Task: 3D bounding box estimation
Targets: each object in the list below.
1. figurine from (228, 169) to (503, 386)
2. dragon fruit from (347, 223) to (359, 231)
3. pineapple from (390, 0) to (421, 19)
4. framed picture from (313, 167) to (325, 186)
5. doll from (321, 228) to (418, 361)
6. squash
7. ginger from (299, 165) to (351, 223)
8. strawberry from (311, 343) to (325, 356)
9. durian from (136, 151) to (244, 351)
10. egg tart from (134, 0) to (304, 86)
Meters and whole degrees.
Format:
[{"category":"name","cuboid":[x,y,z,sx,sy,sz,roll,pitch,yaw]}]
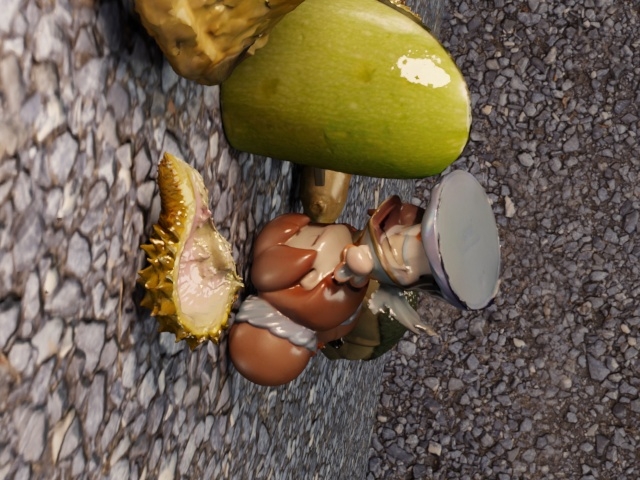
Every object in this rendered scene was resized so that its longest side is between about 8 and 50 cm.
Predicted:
[{"category":"figurine","cuboid":[0.057,0.053,1.119,0.277,0.388,0.248,-28,105,-54]},{"category":"dragon fruit","cuboid":[0.084,0.042,1.828,0.121,0.130,0.142,-30,138,-31]},{"category":"pineapple","cuboid":[0.087,-0.407,1.375,0.140,0.164,0.249,-144,-131,-84]},{"category":"framed picture","cuboid":[-0.003,-0.262,1.263,0.211,0.020,0.289,85,6,-45]},{"category":"doll","cuboid":[0.088,0.139,1.680,0.349,0.247,0.247,82,21,-61]},{"category":"squash","cuboid":[0.046,-0.197,0.995,0.210,0.309,0.233,-62,157,-57]},{"category":"ginger","cuboid":[0.065,-0.231,1.440,0.363,0.122,0.348,-46,158,-59]},{"category":"strawberry","cuboid":[-0.027,0.116,1.445,0.167,0.087,0.208,14,115,-45]},{"category":"durian","cuboid":[-0.153,0.010,0.815,0.140,0.078,0.224,-43,132,-51]},{"category":"egg tart","cuboid":[-0.057,-0.366,0.716,0.443,0.178,0.443,7,90,-78]}]
